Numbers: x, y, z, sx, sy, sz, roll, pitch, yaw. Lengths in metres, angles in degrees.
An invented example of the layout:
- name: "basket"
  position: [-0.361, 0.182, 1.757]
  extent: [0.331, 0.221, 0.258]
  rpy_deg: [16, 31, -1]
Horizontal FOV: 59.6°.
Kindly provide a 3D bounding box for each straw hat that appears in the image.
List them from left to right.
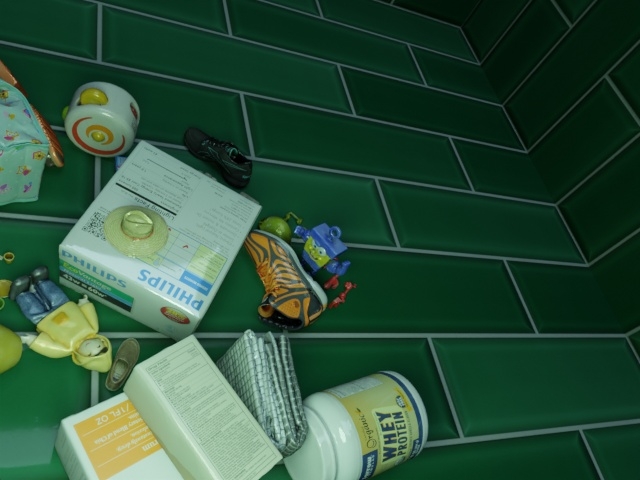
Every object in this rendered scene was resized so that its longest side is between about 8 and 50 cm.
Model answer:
- name: "straw hat"
  position: [-0.410, -0.035, 1.252]
  extent: [0.144, 0.061, 0.144]
  rpy_deg: [11, 57, -18]

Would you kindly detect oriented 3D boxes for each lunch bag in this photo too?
- name: "lunch bag"
  position: [-0.812, -0.253, 1.402]
  extent: [0.160, 0.223, 0.262]
  rpy_deg: [-18, 65, -46]

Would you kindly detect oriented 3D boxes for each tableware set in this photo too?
- name: "tableware set"
  position: [-0.762, 0.090, 1.300]
  extent: [0.104, 0.024, 0.154]
  rpy_deg: [19, 48, -17]

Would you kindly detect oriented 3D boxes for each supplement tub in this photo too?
- name: "supplement tub"
  position: [0.080, 0.462, 1.358]
  extent: [0.316, 0.228, 0.228]
  rpy_deg: [-9, 60, -35]

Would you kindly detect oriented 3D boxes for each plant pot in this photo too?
- name: "plant pot"
  position: [-0.691, 0.231, 1.174]
  extent: [0.095, 0.134, 0.134]
  rpy_deg: [19, 42, -54]

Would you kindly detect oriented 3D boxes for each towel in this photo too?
- name: "towel"
  position: [-0.143, 0.374, 1.295]
  extent: [0.121, 0.235, 0.283]
  rpy_deg: [5, 55, -32]

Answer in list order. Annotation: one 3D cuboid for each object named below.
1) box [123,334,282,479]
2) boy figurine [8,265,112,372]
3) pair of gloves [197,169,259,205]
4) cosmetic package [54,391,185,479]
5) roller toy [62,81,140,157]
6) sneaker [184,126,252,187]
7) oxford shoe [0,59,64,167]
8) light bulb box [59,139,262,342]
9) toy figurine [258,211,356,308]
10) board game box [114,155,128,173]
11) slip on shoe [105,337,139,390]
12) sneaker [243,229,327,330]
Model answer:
- name: "box"
  position: [-0.236, 0.360, 1.105]
  extent: [0.148, 0.121, 0.311]
  rpy_deg: [-26, 71, -44]
- name: "boy figurine"
  position: [-0.588, 0.196, 1.274]
  extent: [0.285, 0.092, 0.177]
  rpy_deg: [44, 43, 12]
- name: "pair of gloves"
  position: [-0.315, -0.104, 1.703]
  extent: [0.240, 0.042, 0.204]
  rpy_deg: [29, 40, -15]
- name: "cosmetic package"
  position: [-0.322, 0.528, 1.117]
  extent: [0.230, 0.161, 0.453]
  rpy_deg: [-21, 68, -40]
- name: "roller toy"
  position: [-0.622, -0.341, 1.602]
  extent: [0.191, 0.209, 0.146]
  rpy_deg: [30, 43, -35]
- name: "sneaker"
  position: [-0.322, -0.291, 1.804]
  extent: [0.267, 0.106, 0.101]
  rpy_deg: [38, 47, 3]
- name: "oxford shoe"
  position: [-0.841, -0.329, 1.544]
  extent: [0.133, 0.130, 0.363]
  rpy_deg: [-36, 80, -14]
- name: "light bulb box"
  position: [-0.397, 0.008, 1.410]
  extent: [0.358, 0.225, 0.361]
  rpy_deg: [29, 55, -7]
- name: "toy figurine"
  position: [0.000, 0.000, 1.684]
  extent: [0.191, 0.217, 0.362]
  rpy_deg: [-28, 73, -42]
- name: "board game box"
  position: [-0.510, -0.146, 1.624]
  extent: [0.160, 0.039, 0.211]
  rpy_deg: [4, 54, -28]
- name: "slip on shoe"
  position: [-0.462, 0.285, 1.310]
  extent: [0.051, 0.041, 0.135]
  rpy_deg: [27, 46, -9]
- name: "sneaker"
  position: [-0.134, 0.116, 1.578]
  extent: [0.321, 0.124, 0.180]
  rpy_deg: [45, 45, 8]
